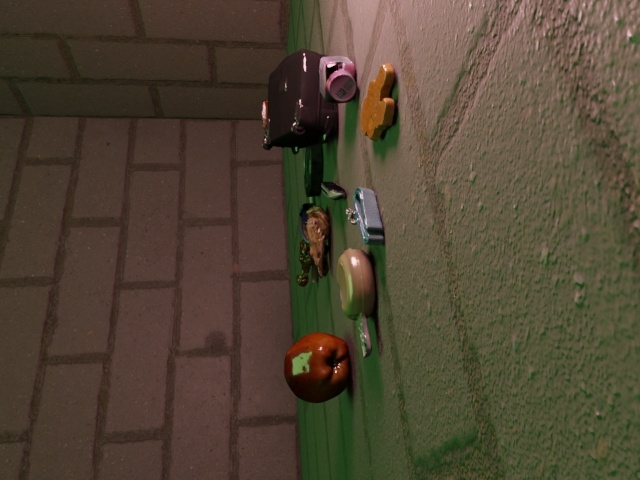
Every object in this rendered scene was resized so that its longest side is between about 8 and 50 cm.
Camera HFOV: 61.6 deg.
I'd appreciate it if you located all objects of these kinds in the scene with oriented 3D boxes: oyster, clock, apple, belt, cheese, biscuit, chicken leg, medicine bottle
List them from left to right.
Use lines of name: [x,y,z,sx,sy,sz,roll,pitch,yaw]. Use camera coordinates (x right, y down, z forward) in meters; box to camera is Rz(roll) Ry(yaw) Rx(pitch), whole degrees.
chicken leg: [-0.061,0.096,2.385,0.107,0.087,0.251,-106,24,-56]
clock: [-0.034,-0.327,2.348,0.280,0.056,0.280,180,90,-82]
apple: [-0.006,0.406,1.717,0.234,0.234,0.233,179,90,-82]
oyster: [0.005,0.000,2.075,0.166,0.094,0.294,30,-132,-78]
medicine bottle: [0.052,-0.474,1.594,0.188,0.095,0.119,-105,15,-61]
cheese: [0.098,0.162,1.394,0.163,0.082,0.286,102,164,-61]
belt: [0.113,-0.049,1.342,0.179,0.065,0.100,-98,21,-43]
biscuit: [0.134,-0.312,1.261,0.236,0.040,0.143,146,130,-82]

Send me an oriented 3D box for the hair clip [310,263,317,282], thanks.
hair clip: [-0.031,0.079,2.442,0.072,0.034,0.225,117,150,-66]

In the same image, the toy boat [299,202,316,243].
toy boat: [-0.039,-0.070,2.259,0.097,0.100,0.223,77,-176,-54]

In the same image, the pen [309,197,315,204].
pen: [-0.035,-0.168,2.482,0.025,0.025,0.204,99,168,-50]

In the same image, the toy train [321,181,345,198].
toy train: [0.045,-0.159,1.813,0.252,0.055,0.048,-119,30,-74]

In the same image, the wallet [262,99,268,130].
wallet: [-0.107,-0.483,2.145,0.031,0.256,0.137,170,99,-71]

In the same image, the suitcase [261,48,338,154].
suitcase: [-0.077,-0.505,1.953,0.345,0.189,0.338,177,94,-65]
